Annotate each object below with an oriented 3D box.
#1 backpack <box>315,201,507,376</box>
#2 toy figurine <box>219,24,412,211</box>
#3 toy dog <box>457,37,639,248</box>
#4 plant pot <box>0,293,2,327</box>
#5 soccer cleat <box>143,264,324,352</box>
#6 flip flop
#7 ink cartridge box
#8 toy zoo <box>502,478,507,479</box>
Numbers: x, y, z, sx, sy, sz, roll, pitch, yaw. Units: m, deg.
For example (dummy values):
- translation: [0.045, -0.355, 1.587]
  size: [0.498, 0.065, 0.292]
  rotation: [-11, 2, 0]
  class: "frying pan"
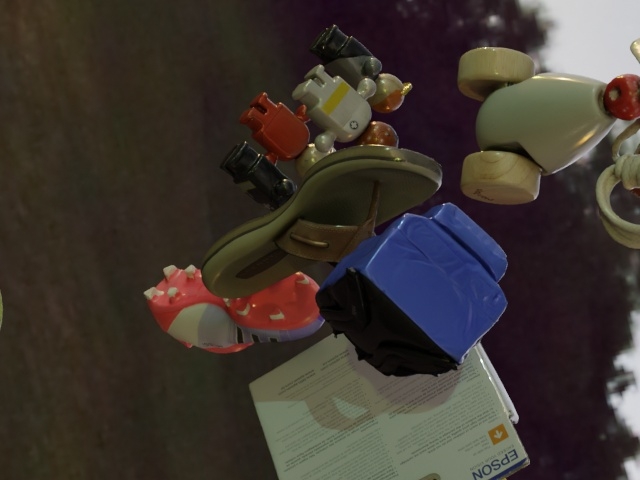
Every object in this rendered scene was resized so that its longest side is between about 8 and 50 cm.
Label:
- translation: [0.061, 0.036, 0.834]
  size: [0.098, 0.101, 0.120]
  rotation: [48, -24, -2]
  class: "backpack"
- translation: [0.002, -0.127, 1.527]
  size: [0.148, 0.209, 0.213]
  rotation: [41, 25, -15]
  class: "toy figurine"
- translation: [0.288, -0.116, 1.298]
  size: [0.333, 0.161, 0.220]
  rotation: [21, -85, 45]
  class: "toy dog"
- translation: [-0.497, 0.003, 1.449]
  size: [0.254, 0.276, 0.276]
  rotation: [108, -23, -46]
  class: "plant pot"
- translation: [-0.077, 0.076, 1.291]
  size: [0.083, 0.248, 0.095]
  rotation: [-54, 128, -31]
  class: "soccer cleat"
- translation: [0.000, 0.000, 1.135]
  size: [0.112, 0.277, 0.080]
  rotation: [22, 48, -43]
  class: "flip flop"
- translation: [0.061, 0.170, 1.154]
  size: [0.045, 0.223, 0.224]
  rotation: [46, 17, -47]
  class: "ink cartridge box"
- translation: [0.145, 0.339, 1.394]
  size: [0.293, 0.192, 0.030]
  rotation: [51, -2, -13]
  class: "toy zoo"
